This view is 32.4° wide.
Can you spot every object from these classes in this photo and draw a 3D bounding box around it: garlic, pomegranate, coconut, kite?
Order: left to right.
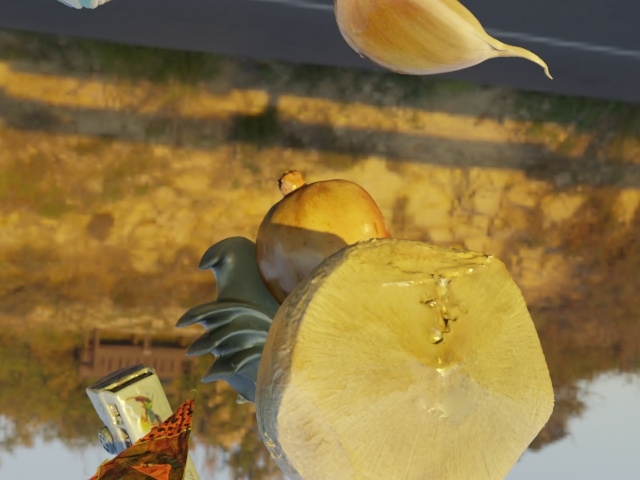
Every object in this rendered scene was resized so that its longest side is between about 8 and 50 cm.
[{"bbox_3d":[-0.159,0.207,0.984,0.222,0.008,0.125,-36,-154,-33],"label":"kite"},{"bbox_3d":[0.000,0.000,1.921,0.229,0.270,0.252,-22,-178,-17],"label":"pomegranate"},{"bbox_3d":[0.103,0.165,1.319,0.346,0.346,0.360,4,172,-18],"label":"coconut"},{"bbox_3d":[0.124,-0.241,1.256,0.266,0.128,0.148,21,-161,-20],"label":"garlic"}]

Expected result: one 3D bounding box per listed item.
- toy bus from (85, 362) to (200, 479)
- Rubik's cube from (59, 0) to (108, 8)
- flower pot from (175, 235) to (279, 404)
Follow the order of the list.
[{"bbox_3d":[-0.244,0.356,1.695,0.109,0.330,0.136,-25,-172,-28],"label":"toy bus"},{"bbox_3d":[-0.332,-0.543,1.345,0.351,0.347,0.352,32,163,-2],"label":"Rubik's cube"},{"bbox_3d":[-0.096,0.184,2.035,0.367,0.254,0.164,37,151,-21],"label":"flower pot"}]
